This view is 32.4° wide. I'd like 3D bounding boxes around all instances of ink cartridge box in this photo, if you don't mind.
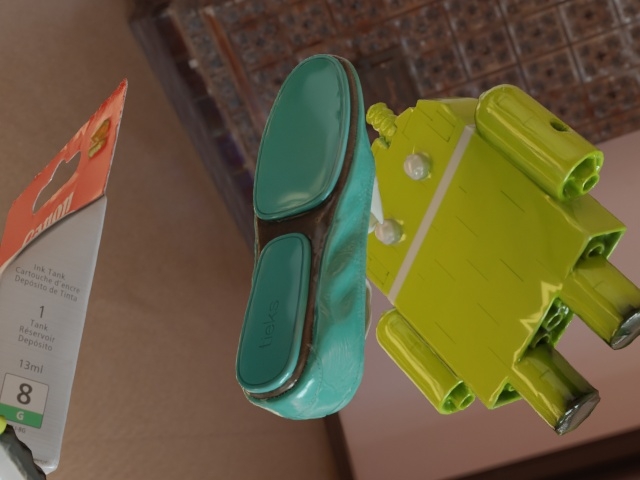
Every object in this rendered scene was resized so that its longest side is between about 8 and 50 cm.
[{"bbox_3d":[-0.180,0.033,0.596,0.056,0.181,0.224,21,56,-29],"label":"ink cartridge box"}]

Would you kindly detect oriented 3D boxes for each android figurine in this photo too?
[{"bbox_3d":[0.112,0.005,0.802,0.056,0.248,0.273,-13,49,-40],"label":"android figurine"}]

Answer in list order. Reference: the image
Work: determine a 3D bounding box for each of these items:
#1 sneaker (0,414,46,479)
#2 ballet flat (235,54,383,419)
[{"bbox_3d":[-0.169,0.149,0.351,0.147,0.145,0.384,-44,143,-41],"label":"sneaker"},{"bbox_3d":[0.000,0.000,0.716,0.087,0.083,0.247,35,53,-46],"label":"ballet flat"}]
